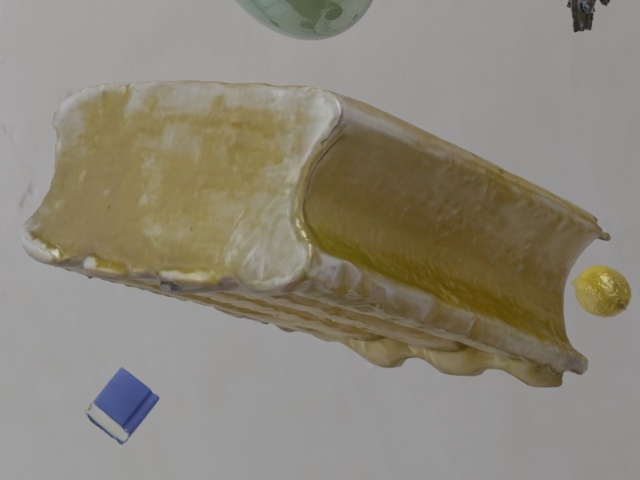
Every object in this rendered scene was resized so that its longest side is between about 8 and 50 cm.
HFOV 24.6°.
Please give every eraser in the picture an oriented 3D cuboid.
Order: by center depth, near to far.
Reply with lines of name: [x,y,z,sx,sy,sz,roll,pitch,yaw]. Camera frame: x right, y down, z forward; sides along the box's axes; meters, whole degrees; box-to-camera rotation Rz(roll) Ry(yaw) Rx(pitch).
eraser: [-0.240,0.200,1.775,0.063,0.084,0.027,40,-58,-3]

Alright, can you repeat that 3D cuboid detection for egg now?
egg: [-0.021,-0.258,1.239,0.149,0.149,0.192,-28,-55,4]

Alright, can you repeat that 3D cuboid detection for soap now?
soap: [0.000,0.000,1.078,0.335,0.293,0.156,19,-98,-46]

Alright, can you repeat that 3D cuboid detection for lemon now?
lemon: [0.350,0.063,1.837,0.065,0.092,0.065,-12,-68,-31]

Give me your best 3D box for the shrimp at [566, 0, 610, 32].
shrimp: [0.202,-0.296,1.347,0.150,0.051,0.217,6,-62,34]
